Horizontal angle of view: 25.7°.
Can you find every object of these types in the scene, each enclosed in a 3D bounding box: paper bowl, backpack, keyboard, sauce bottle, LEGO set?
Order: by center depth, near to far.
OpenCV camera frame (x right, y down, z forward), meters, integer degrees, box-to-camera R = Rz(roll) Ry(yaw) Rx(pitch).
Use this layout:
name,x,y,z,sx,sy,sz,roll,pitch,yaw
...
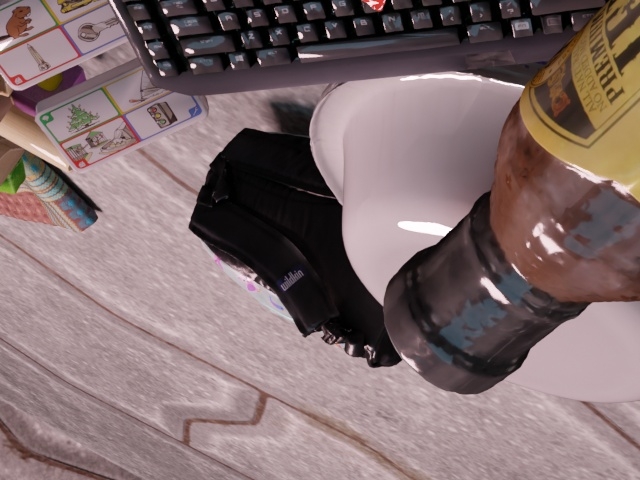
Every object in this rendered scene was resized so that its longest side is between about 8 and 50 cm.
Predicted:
name,x,y,z,sx,sy,sz,roll,pitch,yaw
sauce bottle,0.143,-0.049,0.541,0.111,0.111,0.344,33,131,-12
keyboard,0.053,-0.139,0.561,0.317,0.033,0.201,-6,139,14
LEGO set,-0.049,-0.147,0.652,0.244,0.060,0.182,-24,140,6
paper bowl,0.127,-0.016,0.768,0.284,0.148,0.284,24,157,11
backpack,0.000,0.000,0.976,0.182,0.152,0.115,24,163,27

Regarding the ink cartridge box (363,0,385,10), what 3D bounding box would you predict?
name,x,y,z,sx,sy,sz,roll,pitch,yaw
ink cartridge box,-0.067,-0.154,0.464,0.225,0.056,0.181,31,159,-1

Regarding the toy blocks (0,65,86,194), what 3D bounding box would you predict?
name,x,y,z,sx,sy,sz,roll,pitch,yaw
toy blocks,-0.340,-0.089,0.990,0.260,0.288,0.309,30,160,4

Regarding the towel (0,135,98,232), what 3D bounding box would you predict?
name,x,y,z,sx,sy,sz,roll,pitch,yaw
towel,-0.406,-0.130,1.310,0.271,0.040,0.370,10,153,40
